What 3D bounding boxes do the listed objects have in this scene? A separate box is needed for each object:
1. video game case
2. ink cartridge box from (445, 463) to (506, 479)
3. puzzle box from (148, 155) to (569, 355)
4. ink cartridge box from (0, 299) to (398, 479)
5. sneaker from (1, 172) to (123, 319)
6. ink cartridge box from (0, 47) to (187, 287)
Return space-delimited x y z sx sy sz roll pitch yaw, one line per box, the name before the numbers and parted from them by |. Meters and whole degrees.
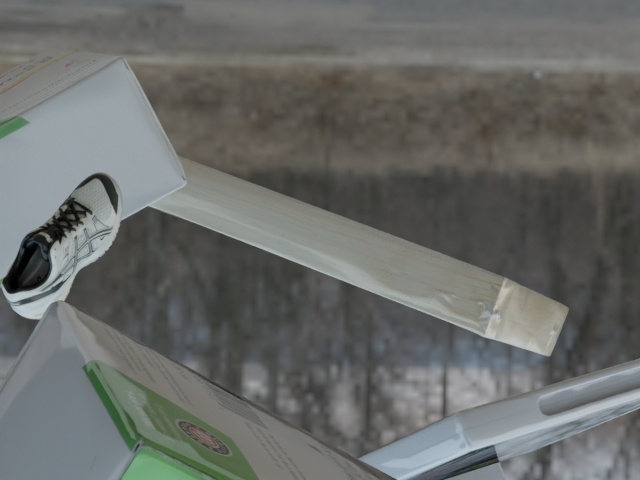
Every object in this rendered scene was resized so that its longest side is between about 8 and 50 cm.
video game case | 0.095 0.103 1.019 0.183 0.023 0.201 -12 167 -33
ink cartridge box | 0.007 0.244 1.159 0.353 0.119 0.207 -7 148 -22
puzzle box | 0.000 0.000 1.657 0.409 0.052 0.272 21 180 20
ink cartridge box | -0.013 0.127 0.687 0.219 0.092 0.160 31 -176 -22
sneaker | -0.128 0.000 0.945 0.032 0.083 0.037 26 169 21
ink cartridge box | -0.195 -0.048 1.213 0.154 0.093 0.212 -30 -166 -13
